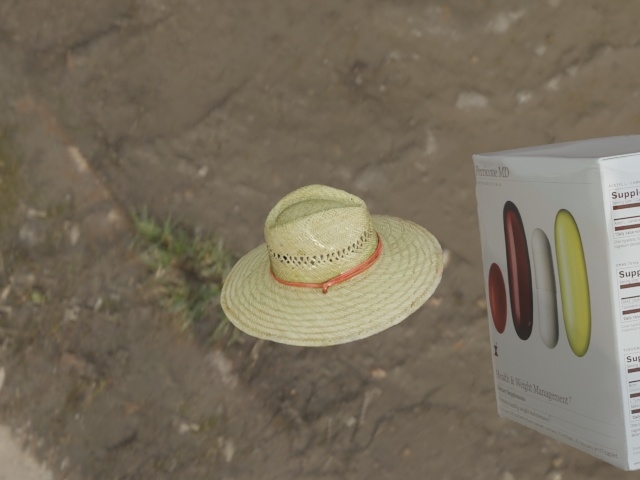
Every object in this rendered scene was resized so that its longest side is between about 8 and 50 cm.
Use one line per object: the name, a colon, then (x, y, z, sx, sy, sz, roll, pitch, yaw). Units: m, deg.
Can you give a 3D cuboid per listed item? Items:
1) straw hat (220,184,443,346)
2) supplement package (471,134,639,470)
straw hat: (0.000, 0.000, 0.847, 0.144, 0.061, 0.144, -11, 33, 7)
supplement package: (0.220, 0.032, 0.970, 0.149, 0.194, 0.203, -8, 96, -18)
